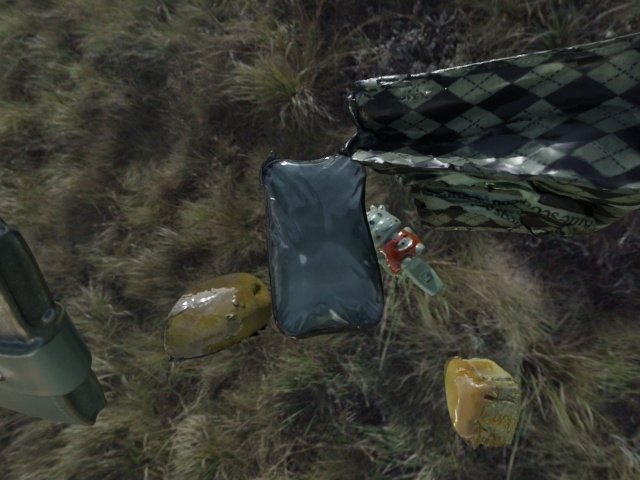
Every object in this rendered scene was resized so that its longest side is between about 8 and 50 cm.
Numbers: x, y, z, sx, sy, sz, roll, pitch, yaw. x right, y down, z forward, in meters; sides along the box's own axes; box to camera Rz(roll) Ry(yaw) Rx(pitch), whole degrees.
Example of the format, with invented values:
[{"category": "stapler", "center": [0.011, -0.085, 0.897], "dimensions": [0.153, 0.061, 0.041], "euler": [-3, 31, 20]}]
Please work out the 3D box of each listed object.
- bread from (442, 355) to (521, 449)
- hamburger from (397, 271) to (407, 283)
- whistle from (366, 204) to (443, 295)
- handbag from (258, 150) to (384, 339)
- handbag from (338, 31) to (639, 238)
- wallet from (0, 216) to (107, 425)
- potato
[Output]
[{"category": "bread", "center": [0.443, 0.415, 1.172], "dimensions": [0.174, 0.133, 0.251], "euler": [10, 52, -14]}, {"category": "hamburger", "center": [0.251, 0.053, 1.285], "dimensions": [0.062, 0.133, 0.140], "euler": [26, 125, 15]}, {"category": "whistle", "center": [0.169, 0.020, 0.971], "dimensions": [0.102, 0.106, 0.253], "euler": [-44, 82, 15]}, {"category": "handbag", "center": [0.000, -0.003, 0.761], "dimensions": [0.192, 0.075, 0.332], "euler": [-7, 81, -2]}, {"category": "handbag", "center": [0.231, -0.101, 0.582], "dimensions": [0.317, 0.416, 0.180], "euler": [4, 87, 24]}, {"category": "wallet", "center": [-0.374, 0.092, 0.476], "dimensions": [0.252, 0.360, 0.083], "euler": [16, 44, 10]}, {"category": "potato", "center": [-0.173, 0.127, 0.820], "dimensions": [0.138, 0.243, 0.098], "euler": [-1, 109, 18]}]
